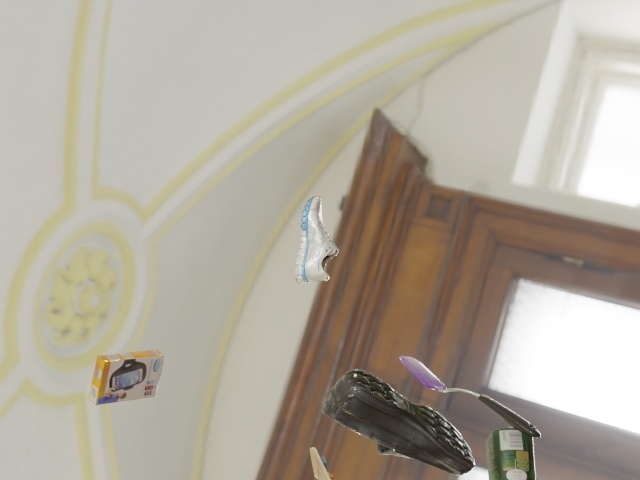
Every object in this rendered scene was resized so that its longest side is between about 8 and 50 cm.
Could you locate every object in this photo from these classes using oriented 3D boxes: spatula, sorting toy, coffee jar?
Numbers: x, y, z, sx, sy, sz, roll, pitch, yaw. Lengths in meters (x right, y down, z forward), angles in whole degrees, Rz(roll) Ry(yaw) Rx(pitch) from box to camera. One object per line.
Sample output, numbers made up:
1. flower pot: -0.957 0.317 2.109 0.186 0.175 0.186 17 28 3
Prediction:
1. spatula: 0.260 0.275 1.823 0.084 0.296 0.030 17 -85 -54
2. sorting toy: 0.009 0.285 1.199 0.012 0.062 0.083 -21 -51 -15
3. coffee jar: 0.332 0.424 1.785 0.096 0.079 0.184 99 173 -59

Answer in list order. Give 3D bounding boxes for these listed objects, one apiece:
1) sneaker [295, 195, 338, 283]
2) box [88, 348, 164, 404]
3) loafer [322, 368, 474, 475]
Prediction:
1. sneaker: 0.000 0.000 2.196 0.071 0.082 0.191 34 -121 -71
2. box: -0.319 0.229 1.741 0.136 0.028 0.081 -1 -68 -42
3. loafer: 0.104 0.250 1.361 0.078 0.223 0.076 -51 17 21
